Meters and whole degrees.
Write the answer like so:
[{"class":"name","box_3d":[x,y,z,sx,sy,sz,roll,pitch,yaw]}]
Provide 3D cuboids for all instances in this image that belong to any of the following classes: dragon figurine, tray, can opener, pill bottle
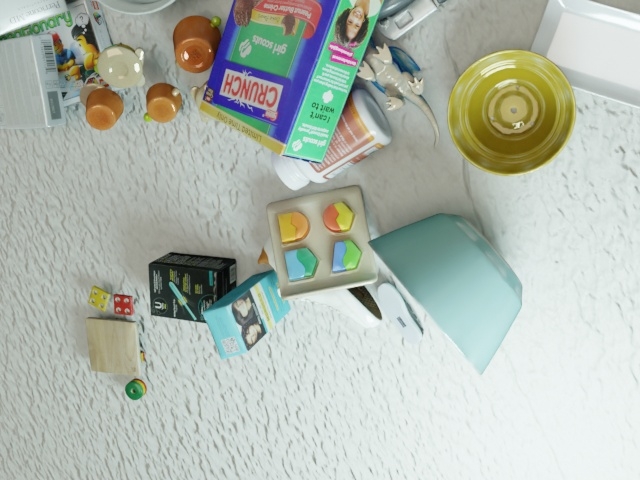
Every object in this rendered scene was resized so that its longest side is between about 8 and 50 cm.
[{"class":"dragon figurine","box_3d":[0.131,-0.305,1.333,0.289,0.144,0.085,38,111,-16]},{"class":"tray","box_3d":[0.503,-0.319,1.242,0.270,0.030,0.145,21,110,11]},{"class":"can opener","box_3d":[0.209,-0.456,1.272,0.280,0.093,0.074,-32,92,18]},{"class":"pill bottle","box_3d":[0.017,-0.187,1.381,0.216,0.121,0.121,-29,94,22]}]

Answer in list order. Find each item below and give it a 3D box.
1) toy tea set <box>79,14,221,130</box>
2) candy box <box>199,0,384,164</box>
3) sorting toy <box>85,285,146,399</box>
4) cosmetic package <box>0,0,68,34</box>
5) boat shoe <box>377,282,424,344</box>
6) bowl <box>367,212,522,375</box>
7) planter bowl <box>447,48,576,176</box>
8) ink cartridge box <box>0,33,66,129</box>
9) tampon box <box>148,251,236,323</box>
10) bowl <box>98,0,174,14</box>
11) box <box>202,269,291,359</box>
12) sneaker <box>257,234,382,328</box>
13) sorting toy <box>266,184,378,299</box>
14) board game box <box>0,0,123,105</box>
[{"class":"toy tea set","box_3d":[-0.327,-0.333,1.452,0.336,0.124,0.200,-8,129,2]},{"class":"candy box","box_3d":[-0.061,-0.331,1.297,0.268,0.122,0.317,32,109,40]},{"class":"sorting toy","box_3d":[-0.474,0.233,1.688,0.132,0.046,0.274,2,105,17]},{"class":"cosmetic package","box_3d":[-0.617,-0.526,1.420,0.151,0.151,0.184,37,149,47]},{"class":"boat shoe","box_3d":[0.163,0.145,1.467,0.049,0.040,0.142,-29,94,31]},{"class":"bowl","box_3d":[0.245,0.072,1.309,0.163,0.311,0.311,-40,90,3]},{"class":"planter bowl","box_3d":[0.340,-0.228,1.284,0.217,0.090,0.217,5,106,19]},{"class":"ink cartridge box","box_3d":[-0.647,-0.334,1.545,0.232,0.066,0.189,5,108,38]},{"class":"tampon box","box_3d":[-0.274,0.101,1.560,0.161,0.101,0.120,6,105,17]},{"class":"bowl","box_3d":[-0.326,-0.583,1.380,0.298,0.134,0.298,5,105,17]},{"class":"box","box_3d":[-0.141,0.141,1.451,0.060,0.244,0.100,-17,99,21]},{"class":"sneaker","box_3d":[-0.005,0.097,1.474,0.290,0.106,0.123,41,106,16]},{"class":"sorting toy","box_3d":[0.000,0.000,1.410,0.193,0.038,0.208,-11,72,4]},{"class":"board game box","box_3d":[-0.586,-0.380,1.559,0.305,0.053,0.193,-12,100,20]}]
